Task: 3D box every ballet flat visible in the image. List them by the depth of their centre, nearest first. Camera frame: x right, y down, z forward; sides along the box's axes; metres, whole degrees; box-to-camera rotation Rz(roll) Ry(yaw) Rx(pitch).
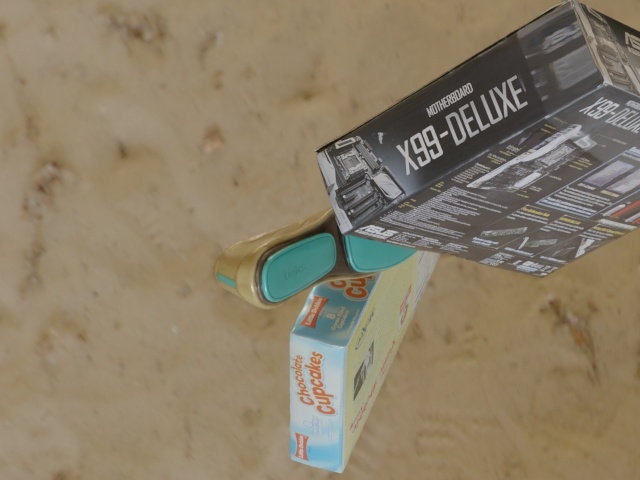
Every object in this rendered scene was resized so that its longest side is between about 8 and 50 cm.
[{"bbox_3d":[0.000,0.000,1.588,0.073,0.232,0.080,10,109,43],"label":"ballet flat"}]

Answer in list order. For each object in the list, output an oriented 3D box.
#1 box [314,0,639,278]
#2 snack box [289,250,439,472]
[{"bbox_3d":[0.184,-0.068,1.409,0.242,0.307,0.077,-31,65,30],"label":"box"},{"bbox_3d":[0.050,0.046,1.746,0.060,0.187,0.322,15,47,14],"label":"snack box"}]
